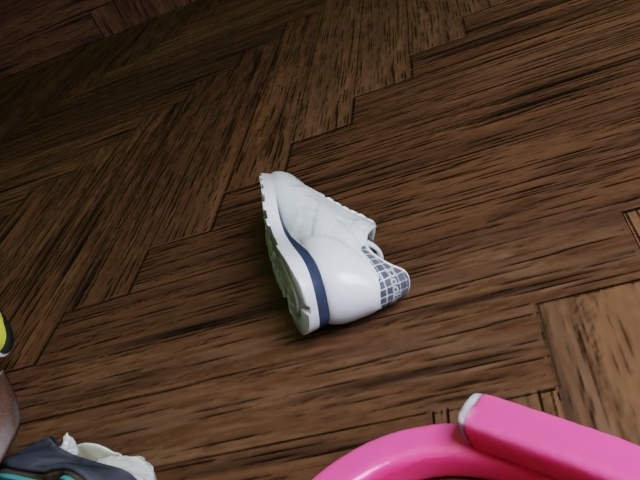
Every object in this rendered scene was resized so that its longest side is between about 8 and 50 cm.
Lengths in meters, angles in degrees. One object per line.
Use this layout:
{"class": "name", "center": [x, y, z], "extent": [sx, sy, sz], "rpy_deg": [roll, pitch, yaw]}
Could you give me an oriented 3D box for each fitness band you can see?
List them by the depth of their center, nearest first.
{"class": "fitness band", "center": [0.087, 0.178, 0.321], "extent": [0.291, 0.054, 0.209], "rpy_deg": [12, 47, 47]}

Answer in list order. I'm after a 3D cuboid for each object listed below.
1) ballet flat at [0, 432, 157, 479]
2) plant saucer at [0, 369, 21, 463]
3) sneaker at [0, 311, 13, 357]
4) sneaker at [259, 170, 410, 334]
{"class": "ballet flat", "center": [-0.158, 0.174, 0.492], "extent": [0.203, 0.074, 0.074], "rpy_deg": [-3, 37, 43]}
{"class": "plant saucer", "center": [-0.273, 0.190, 0.510], "extent": [0.198, 0.036, 0.198], "rpy_deg": [-52, 17, 22]}
{"class": "sneaker", "center": [-0.383, 0.192, 0.568], "extent": [0.145, 0.147, 0.385], "rpy_deg": [2, 59, 41]}
{"class": "sneaker", "center": [0.000, 0.000, 0.642], "extent": [0.095, 0.090, 0.235], "rpy_deg": [-16, 33, -8]}
